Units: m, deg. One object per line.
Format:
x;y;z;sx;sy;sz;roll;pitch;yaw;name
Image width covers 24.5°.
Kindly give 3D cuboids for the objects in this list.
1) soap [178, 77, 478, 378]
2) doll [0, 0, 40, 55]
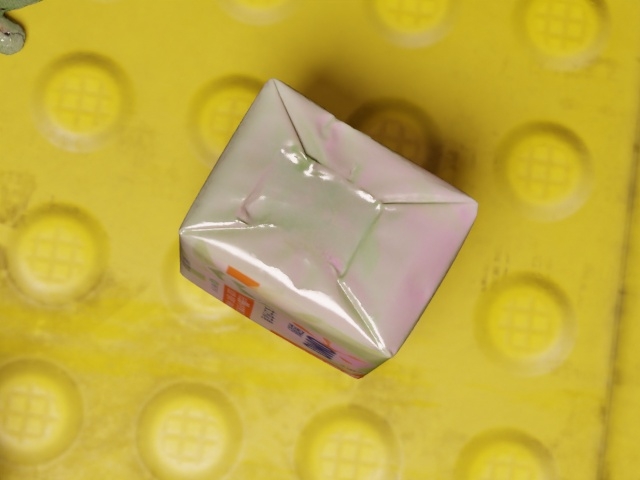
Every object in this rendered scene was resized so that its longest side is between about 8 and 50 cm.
0.000;0.000;1.105;0.182;0.199;0.138;30;79;1;soap
-0.277;-0.201;1.187;0.150;0.077;0.115;-41;96;-19;doll
